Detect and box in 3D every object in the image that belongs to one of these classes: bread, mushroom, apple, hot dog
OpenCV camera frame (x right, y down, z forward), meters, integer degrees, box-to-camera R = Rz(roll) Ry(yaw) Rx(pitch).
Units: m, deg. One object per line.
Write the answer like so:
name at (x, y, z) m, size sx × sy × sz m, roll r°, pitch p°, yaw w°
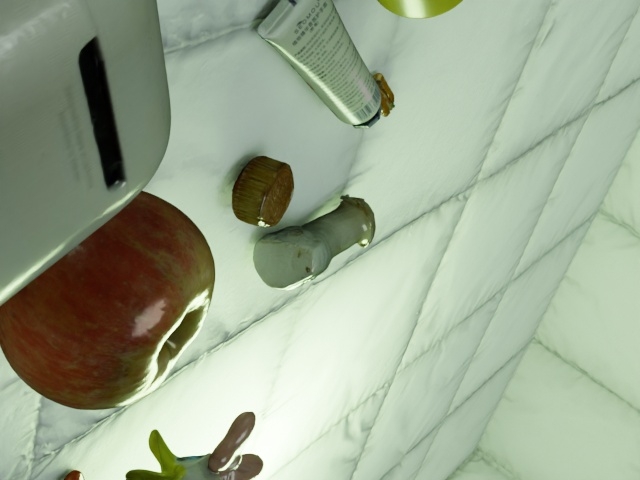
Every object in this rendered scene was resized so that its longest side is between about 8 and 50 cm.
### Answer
bread at (-0.069, -0.057, 1.237) m, size 0.085 × 0.053 × 0.085 m, roll -51°, pitch 154°, yaw -38°
mushroom at (-0.002, 0.002, 1.426) m, size 0.092 × 0.081 × 0.223 m, roll -45°, pitch 170°, yaw 34°
apple at (-0.194, 0.053, 0.993) m, size 0.209 × 0.164 × 0.209 m, roll -55°, pitch 169°, yaw -16°
hot dog at (0.075, -0.185, 1.391) m, size 0.083 × 0.021 × 0.037 m, roll 52°, pitch 53°, yaw -64°

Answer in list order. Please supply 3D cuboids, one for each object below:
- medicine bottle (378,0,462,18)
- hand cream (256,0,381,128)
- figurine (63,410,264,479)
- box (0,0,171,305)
medicine bottle at (0.089, -0.322, 1.082) m, size 0.122 × 0.122 × 0.212 m, roll -52°, pitch 158°, yaw -8°
hand cream at (0.009, -0.198, 1.199) m, size 0.095 × 0.059 × 0.276 m, roll -52°, pitch 153°, yaw -4°
figurine at (-0.241, 0.360, 1.299) m, size 0.421 × 0.193 × 0.154 m, roll -48°, pitch 154°, yaw -29°
box at (-0.249, -0.068, 0.728) m, size 0.349 × 0.141 × 0.288 m, roll -43°, pitch 154°, yaw -27°
